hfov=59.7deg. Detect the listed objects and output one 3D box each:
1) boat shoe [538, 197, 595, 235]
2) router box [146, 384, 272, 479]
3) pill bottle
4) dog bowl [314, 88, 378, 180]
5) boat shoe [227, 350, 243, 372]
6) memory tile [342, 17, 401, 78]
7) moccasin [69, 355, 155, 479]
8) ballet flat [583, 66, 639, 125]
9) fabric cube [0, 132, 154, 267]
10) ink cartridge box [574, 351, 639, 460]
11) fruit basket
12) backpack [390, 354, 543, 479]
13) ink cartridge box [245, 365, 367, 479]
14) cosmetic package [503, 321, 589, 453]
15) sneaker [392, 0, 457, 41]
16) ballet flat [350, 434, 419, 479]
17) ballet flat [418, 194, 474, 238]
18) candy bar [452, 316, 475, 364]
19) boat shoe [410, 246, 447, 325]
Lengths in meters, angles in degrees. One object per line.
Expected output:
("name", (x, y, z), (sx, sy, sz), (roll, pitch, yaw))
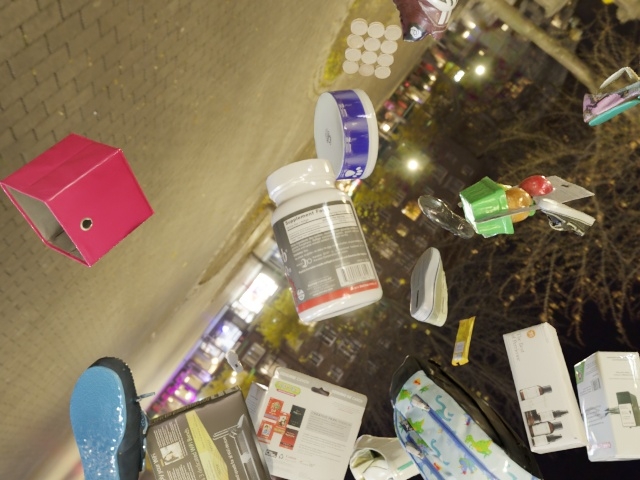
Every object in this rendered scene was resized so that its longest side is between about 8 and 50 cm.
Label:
("boat shoe", (0.674, -0.059, 1.541), (0.070, 0.220, 0.078), (-65, -148, 15))
("router box", (-0.255, 0.532, 1.309), (0.243, 0.308, 0.081), (-18, 177, -16))
("pill bottle", (0.000, 0.000, 1.360), (0.211, 0.362, 0.210), (-17, 168, -4))
("dog bowl", (0.070, -0.309, 1.647), (0.104, 0.264, 0.265), (-9, 166, -17))
("boat shoe", (-0.282, 0.389, 1.812), (0.035, 0.035, 0.100), (-37, 132, -18))
("memory tile", (0.112, -0.423, 1.238), (0.148, 0.113, 0.012), (104, -8, -60))
("moccasin", (-0.396, 0.350, 1.069), (0.117, 0.138, 0.341), (-47, 154, -59))
("ballet flat", (0.558, -0.274, 0.982), (0.077, 0.079, 0.222), (-11, 176, -30))
("fabric cube", (-0.699, -0.121, 1.630), (0.258, 0.259, 0.254), (-48, 141, -31))
("ink cartridge box", (0.617, 0.353, 1.176), (0.153, 0.087, 0.208), (80, 11, -66))
("fruit basket", (0.653, -0.126, 1.827), (0.354, 0.165, 0.327), (-10, -164, 4))
("backpack", (0.320, 0.457, 1.240), (0.273, 0.290, 0.356), (-53, -148, -13))
("ink cartridge box", (-0.058, 0.512, 1.553), (0.130, 0.310, 0.271), (-9, -122, 65))
("cosmetic package", (0.449, 0.294, 1.124), (0.099, 0.060, 0.238), (-24, -127, 29))
("sneaker", (0.182, -0.552, 1.297), (0.106, 0.281, 0.162), (-35, 152, -23))
("ballet flat", (0.160, 0.647, 1.630), (0.139, 0.139, 0.400), (-53, -176, -29))
("ballet flat", (0.316, -0.056, 1.422), (0.057, 0.173, 0.049), (-57, -171, -9))
("candy bar", (0.330, 0.228, 1.286), (0.040, 0.018, 0.161), (-20, -157, 31))
("boat shoe", (0.341, 0.144, 1.724), (0.109, 0.094, 0.302), (-48, -165, 41))
